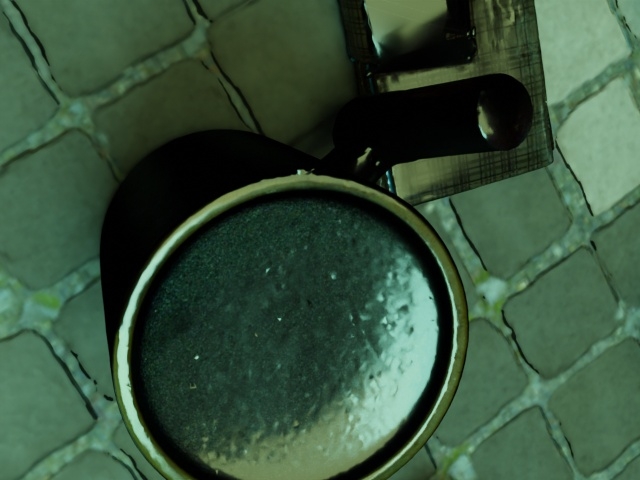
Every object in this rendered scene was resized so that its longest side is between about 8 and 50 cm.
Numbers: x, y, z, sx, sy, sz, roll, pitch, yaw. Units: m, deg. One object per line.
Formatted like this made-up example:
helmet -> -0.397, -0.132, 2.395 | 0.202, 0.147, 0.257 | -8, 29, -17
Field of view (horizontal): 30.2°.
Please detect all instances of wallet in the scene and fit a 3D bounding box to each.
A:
wallet -> 0.072, -0.141, 0.704 | 0.124, 0.042, 0.230 | -18, 112, -19

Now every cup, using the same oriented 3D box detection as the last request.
cup -> 0.001, 0.017, 0.620 | 0.239, 0.177, 0.166 | -18, 109, -11
